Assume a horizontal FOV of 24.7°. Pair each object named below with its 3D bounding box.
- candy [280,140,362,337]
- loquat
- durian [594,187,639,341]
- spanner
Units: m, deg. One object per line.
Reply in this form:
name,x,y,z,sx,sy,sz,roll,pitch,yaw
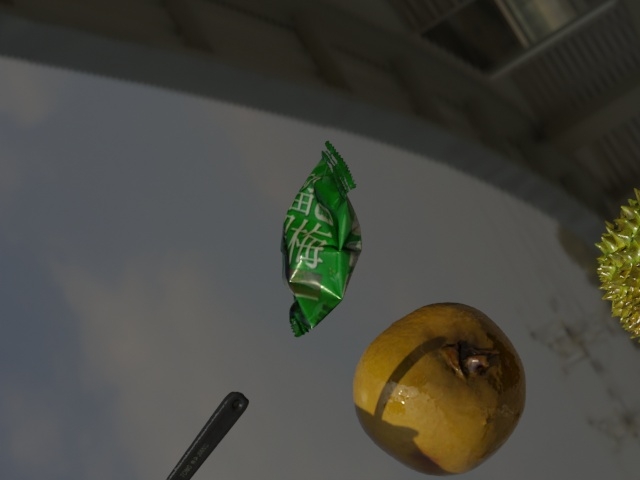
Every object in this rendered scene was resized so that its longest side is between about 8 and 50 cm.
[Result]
candy,0.003,0.000,1.711,0.078,0.203,0.141,5,-159,-29
loquat,0.141,0.177,1.742,0.208,0.208,0.208,55,-169,-17
durian,0.468,0.040,1.740,0.291,0.291,0.225,43,-162,-54
spanner,-0.139,0.240,1.480,0.046,0.208,0.012,36,180,-32
